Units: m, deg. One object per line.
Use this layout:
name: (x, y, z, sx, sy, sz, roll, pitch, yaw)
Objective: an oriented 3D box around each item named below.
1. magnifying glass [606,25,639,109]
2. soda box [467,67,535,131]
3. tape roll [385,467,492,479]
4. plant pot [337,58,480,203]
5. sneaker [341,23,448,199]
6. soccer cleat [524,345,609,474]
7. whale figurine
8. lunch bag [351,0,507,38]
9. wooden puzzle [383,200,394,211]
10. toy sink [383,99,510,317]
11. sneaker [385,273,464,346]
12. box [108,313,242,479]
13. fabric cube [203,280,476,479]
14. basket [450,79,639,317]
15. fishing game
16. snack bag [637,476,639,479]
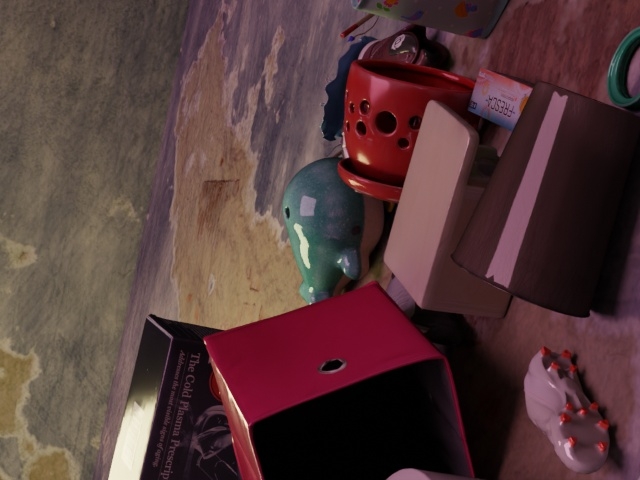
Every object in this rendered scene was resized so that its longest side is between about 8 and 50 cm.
magnifying glass: (0.385, -0.222, 1.464, 0.231, 0.026, 0.092, 136, 141, -54)
soda box: (0.255, -0.170, 1.710, 0.183, 0.058, 0.063, -136, 60, -66)
tape roll: (0.158, 0.387, 1.508, 0.246, 0.169, 0.246, -168, 90, -68)
plant pot: (0.122, -0.149, 1.869, 0.191, 0.191, 0.174, -132, 48, -64)
sneaker: (0.117, -0.210, 2.003, 0.162, 0.106, 0.281, -33, 46, 49)
soccer cleat: (0.268, 0.198, 1.484, 0.196, 0.068, 0.076, -99, 24, -57)
whale figurine: (0.000, 0.000, 2.131, 0.216, 0.141, 0.272, 53, 136, 50)
lunch bag: (0.174, -0.426, 1.825, 0.262, 0.223, 0.160, -60, 34, 35)
wooden puzzle: (0.115, -0.108, 2.087, 0.078, 0.014, 0.116, 41, 117, 61)
toy sink: (0.189, -0.041, 1.710, 0.153, 0.131, 0.234, -127, 47, -62)
sneaker: (0.140, 0.066, 1.842, 0.228, 0.086, 0.132, -163, 88, -69)
box: (-0.142, 0.320, 2.093, 0.179, 0.312, 0.343, -158, 80, -68)
fabric cube: (0.024, 0.237, 1.694, 0.258, 0.254, 0.259, -130, 24, -65)
basket: (0.263, -0.054, 1.518, 0.204, 0.154, 0.227, 39, 111, 64)
fishing game: (0.042, -0.248, 2.163, 0.189, 0.041, 0.264, -43, -29, -47)
snack bag: (0.336, 0.216, 1.073, 0.342, 0.037, 0.323, -43, 6, -30)
